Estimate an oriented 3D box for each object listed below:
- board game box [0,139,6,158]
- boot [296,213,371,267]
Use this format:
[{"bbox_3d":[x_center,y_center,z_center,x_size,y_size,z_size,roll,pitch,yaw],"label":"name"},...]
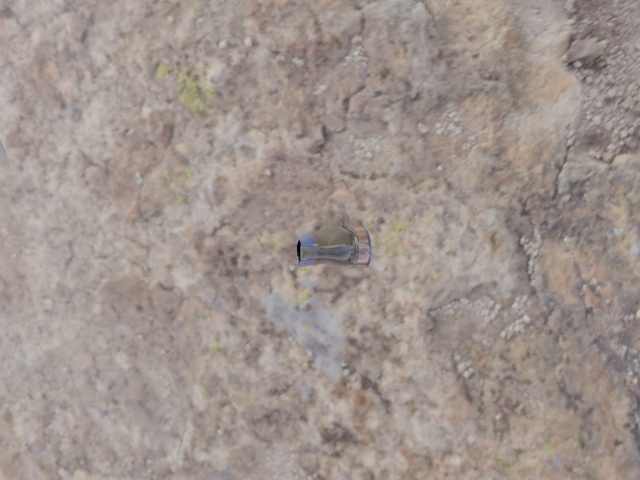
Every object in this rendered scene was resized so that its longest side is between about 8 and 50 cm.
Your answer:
[{"bbox_3d":[-0.299,-0.170,0.420,0.066,0.318,0.318,-22,101,-3],"label":"board game box"},{"bbox_3d":[0.000,0.000,1.292,0.106,0.219,0.082,-1,95,-14],"label":"boot"}]
